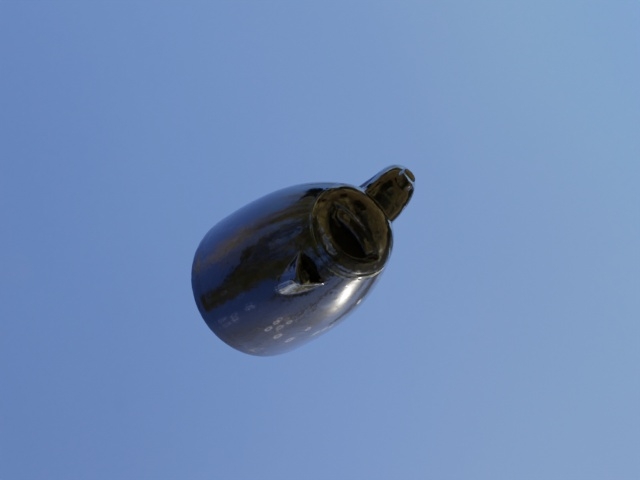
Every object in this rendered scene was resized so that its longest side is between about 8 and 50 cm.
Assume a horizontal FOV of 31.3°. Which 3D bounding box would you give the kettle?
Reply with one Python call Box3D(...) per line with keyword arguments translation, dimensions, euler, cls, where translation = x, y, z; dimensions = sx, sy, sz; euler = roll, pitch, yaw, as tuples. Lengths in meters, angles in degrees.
Box3D(translation=(0.000, 0.000, 1.498), dimensions=(0.207, 0.290, 0.268), euler=(49, -127, -6), cls="kettle")
